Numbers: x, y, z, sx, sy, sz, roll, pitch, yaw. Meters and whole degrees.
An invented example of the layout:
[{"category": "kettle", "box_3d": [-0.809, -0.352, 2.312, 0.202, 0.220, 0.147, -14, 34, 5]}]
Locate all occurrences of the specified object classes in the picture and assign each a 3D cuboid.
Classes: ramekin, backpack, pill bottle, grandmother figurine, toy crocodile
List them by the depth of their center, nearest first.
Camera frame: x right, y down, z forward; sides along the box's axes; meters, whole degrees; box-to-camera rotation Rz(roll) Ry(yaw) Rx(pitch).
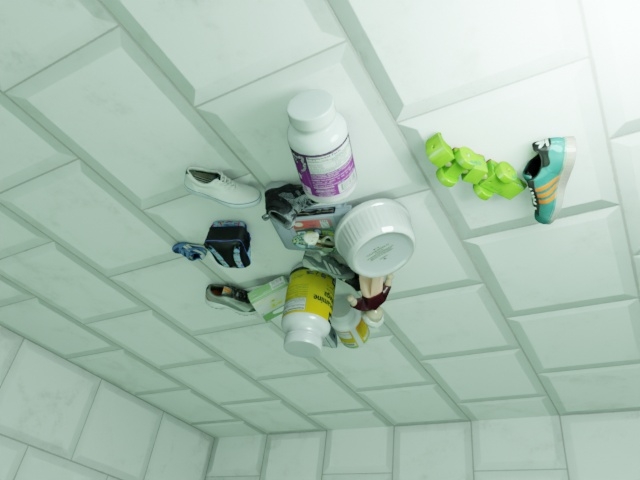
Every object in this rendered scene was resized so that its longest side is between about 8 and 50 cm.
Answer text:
[{"category": "pill bottle", "box_3d": [0.001, -0.257, 1.491, 0.169, 0.169, 0.302, -2, 142, 13]}, {"category": "toy crocodile", "box_3d": [0.446, -0.204, 1.545, 0.340, 0.105, 0.115, 17, 142, -19]}, {"category": "ramekin", "box_3d": [0.187, 0.006, 1.763, 0.272, 0.127, 0.273, -11, 137, -10]}, {"category": "backpack", "box_3d": [-0.324, 0.023, 1.969, 0.158, 0.117, 0.173, -2, 142, 13]}, {"category": "grandmother figurine", "box_3d": [0.192, 0.194, 2.016, 0.207, 0.104, 0.343, -17, 127, -13]}, {"category": "pill bottle", "box_3d": [-0.046, 0.264, 2.053, 0.187, 0.334, 0.188, 5, 144, 4]}, {"category": "pill bottle", "box_3d": [0.118, 0.348, 2.299, 0.136, 0.137, 0.246, -6, 141, 18]}]

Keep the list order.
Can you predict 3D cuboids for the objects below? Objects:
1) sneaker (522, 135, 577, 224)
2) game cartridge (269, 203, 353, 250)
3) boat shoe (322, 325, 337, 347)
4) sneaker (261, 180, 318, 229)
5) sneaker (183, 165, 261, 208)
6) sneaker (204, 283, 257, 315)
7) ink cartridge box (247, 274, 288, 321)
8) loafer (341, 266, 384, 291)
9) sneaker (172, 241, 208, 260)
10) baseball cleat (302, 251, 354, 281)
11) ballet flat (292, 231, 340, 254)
[{"category": "sneaker", "box_3d": [0.634, -0.170, 1.544, 0.120, 0.108, 0.302, 2, 135, 9]}, {"category": "game cartridge", "box_3d": [-0.012, -0.040, 1.882, 0.293, 0.060, 0.196, -5, 145, 17]}, {"category": "boat shoe", "box_3d": [0.016, 0.425, 2.457, 0.084, 0.095, 0.258, -5, 140, 11]}, {"category": "sneaker", "box_3d": [-0.058, -0.115, 1.704, 0.268, 0.153, 0.101, -4, 142, 16]}, {"category": "sneaker", "box_3d": [-0.315, -0.171, 1.730, 0.257, 0.094, 0.091, 11, 148, -3]}, {"category": "sneaker", "box_3d": [-0.362, 0.245, 2.291, 0.271, 0.100, 0.108, 8, 138, 1]}, {"category": "ink cartridge box", "box_3d": [-0.185, 0.262, 2.252, 0.171, 0.056, 0.235, -27, 137, -4]}, {"category": "loafer", "box_3d": [0.150, 0.167, 2.101, 0.223, 0.076, 0.078, 22, 132, -23]}, {"category": "sneaker", "box_3d": [-0.508, 0.045, 2.084, 0.144, 0.059, 0.053, 3, 145, 9]}, {"category": "baseball cleat", "box_3d": [0.037, 0.080, 1.989, 0.205, 0.072, 0.110, 13, 112, -7]}, {"category": "ballet flat", "box_3d": [0.000, 0.000, 1.840, 0.188, 0.070, 0.070, 9, 144, -16]}]
